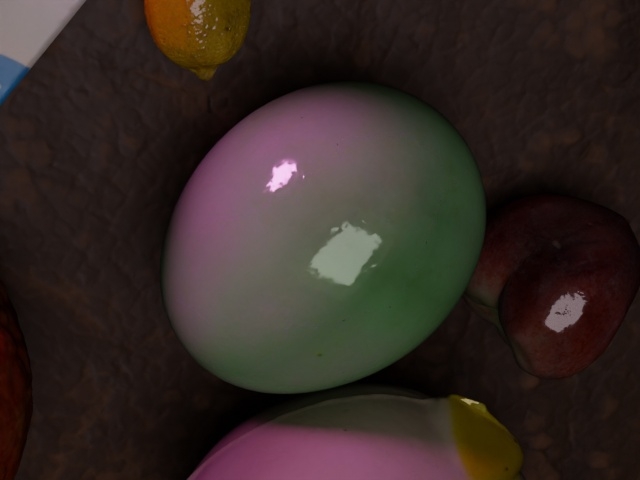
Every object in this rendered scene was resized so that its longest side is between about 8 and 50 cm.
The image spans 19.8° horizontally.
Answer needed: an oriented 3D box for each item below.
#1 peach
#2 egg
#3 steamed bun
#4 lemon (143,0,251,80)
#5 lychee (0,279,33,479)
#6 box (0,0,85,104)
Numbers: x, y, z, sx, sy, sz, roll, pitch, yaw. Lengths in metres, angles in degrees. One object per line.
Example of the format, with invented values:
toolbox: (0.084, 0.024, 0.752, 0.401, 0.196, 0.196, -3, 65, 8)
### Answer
peach: (0.196, 0.029, 1.510, 0.152, 0.152, 0.152, -4, 113, -9)
egg: (0.000, 0.000, 1.411, 0.270, 0.220, 0.220, -38, 114, 4)
steamed bun: (0.037, 0.297, 1.496, 0.334, 0.334, 0.374, -21, 119, -2)
lemon: (-0.093, -0.177, 1.398, 0.082, 0.082, 0.110, -4, 113, -9)
lychee: (-0.346, 0.137, 1.388, 0.255, 0.300, 0.255, 16, 144, 12)
box: (-0.276, -0.258, 1.346, 0.265, 0.048, 0.273, 36, 102, -22)
